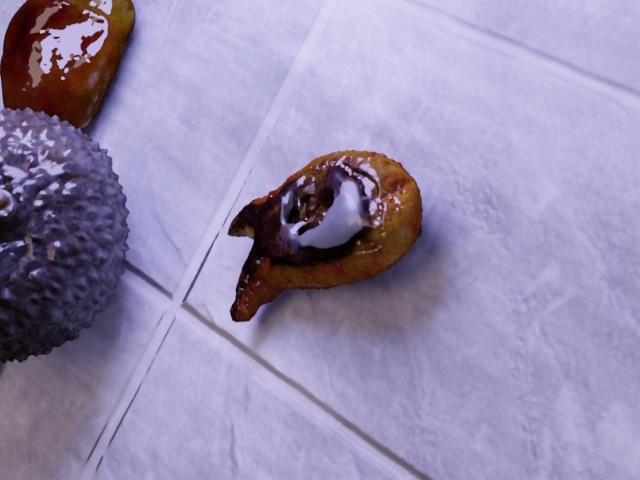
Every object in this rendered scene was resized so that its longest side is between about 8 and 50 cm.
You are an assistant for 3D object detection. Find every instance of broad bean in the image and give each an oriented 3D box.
[{"bbox_3d":[-0.305,-0.231,1.980,0.156,0.122,0.228,21,91,47],"label":"broad bean"}]

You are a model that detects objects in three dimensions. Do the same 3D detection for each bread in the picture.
[{"bbox_3d":[0.002,-0.009,1.641,0.269,0.095,0.139,-27,54,49],"label":"bread"}]

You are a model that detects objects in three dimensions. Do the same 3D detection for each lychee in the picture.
[{"bbox_3d":[-0.347,0.000,1.829,0.300,0.300,0.300,-18,62,37],"label":"lychee"}]
